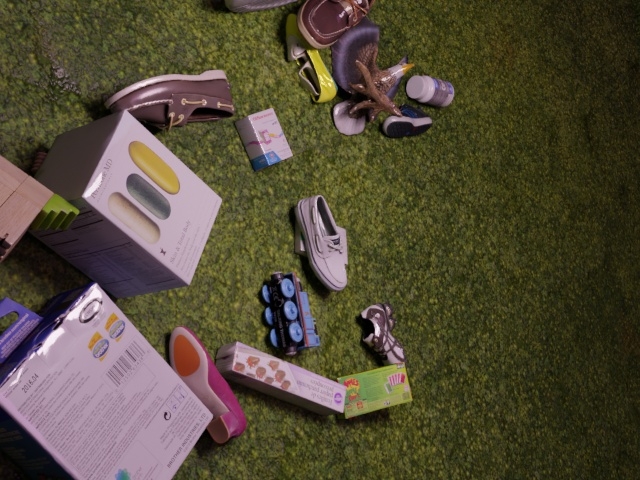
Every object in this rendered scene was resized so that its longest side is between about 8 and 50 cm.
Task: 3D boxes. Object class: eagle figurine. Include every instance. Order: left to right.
[{"bbox_3d":[0.140,-0.419,2.282,0.298,0.225,0.226,-98,-169,-55],"label":"eagle figurine"}]

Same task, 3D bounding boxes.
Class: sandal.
[{"bbox_3d":[-0.108,-0.614,2.080,0.416,0.169,0.102,-34,105,-59],"label":"sandal"}]

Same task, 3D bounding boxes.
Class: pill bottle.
[{"bbox_3d":[0.312,-0.427,2.509,0.137,0.078,0.078,3,74,-46],"label":"pill bottle"}]

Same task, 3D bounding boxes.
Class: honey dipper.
[{"bbox_3d":[-0.510,-0.081,1.562,0.030,0.030,0.160,28,59,-37],"label":"honey dipper"}]

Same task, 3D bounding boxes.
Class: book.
[{"bbox_3d":[0.000,0.000,2.071,0.144,0.035,0.096,19,62,-38],"label":"book"}]

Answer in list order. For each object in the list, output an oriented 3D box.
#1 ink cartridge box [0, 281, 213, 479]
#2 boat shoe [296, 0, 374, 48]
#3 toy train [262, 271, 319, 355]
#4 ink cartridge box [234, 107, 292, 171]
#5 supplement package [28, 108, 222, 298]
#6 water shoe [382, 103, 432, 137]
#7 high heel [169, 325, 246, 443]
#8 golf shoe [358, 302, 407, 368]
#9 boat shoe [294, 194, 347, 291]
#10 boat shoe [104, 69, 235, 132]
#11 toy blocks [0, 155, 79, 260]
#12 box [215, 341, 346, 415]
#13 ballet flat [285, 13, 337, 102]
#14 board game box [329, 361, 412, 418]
[{"bbox_3d":[-0.401,0.261,1.466,0.395,0.151,0.270,54,44,-20],"label":"ink cartridge box"},{"bbox_3d":[0.060,-0.582,2.168,0.123,0.123,0.342,54,42,-8],"label":"boat shoe"},{"bbox_3d":[-0.066,0.158,1.913,0.105,0.080,0.184,5,70,-55],"label":"toy train"},{"bbox_3d":[-0.129,-0.230,1.997,0.088,0.052,0.122,-29,96,-47],"label":"ink cartridge box"},{"bbox_3d":[-0.354,-0.056,1.570,0.263,0.198,0.199,45,48,-37],"label":"supplement package"},{"bbox_3d":[0.223,-0.331,2.404,0.203,0.073,0.080,-6,59,-51],"label":"water shoe"},{"bbox_3d":[-0.216,0.276,1.729,0.244,0.082,0.117,60,13,5],"label":"high heel"},{"bbox_3d":[0.144,0.251,2.113,0.094,0.077,0.198,-14,85,-30],"label":"golf shoe"},{"bbox_3d":[0.011,0.006,2.001,0.083,0.076,0.226,-27,92,-45],"label":"boat shoe"},{"bbox_3d":[-0.296,-0.277,1.796,0.324,0.117,0.096,-23,90,-54],"label":"boat shoe"},{"bbox_3d":[-0.584,-0.057,1.282,0.381,0.191,0.261,37,35,-14],"label":"toy blocks"},{"bbox_3d":[-0.080,0.296,1.855,0.324,0.067,0.063,28,58,-36],"label":"box"},{"bbox_3d":[-0.036,-0.442,2.159,0.077,0.077,0.231,-36,106,-30],"label":"ballet flat"},{"bbox_3d":[0.117,0.344,2.018,0.181,0.043,0.092,-9,82,-28],"label":"board game box"}]
